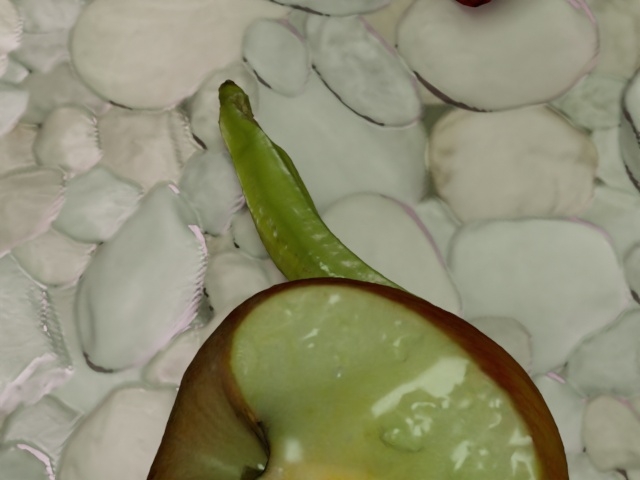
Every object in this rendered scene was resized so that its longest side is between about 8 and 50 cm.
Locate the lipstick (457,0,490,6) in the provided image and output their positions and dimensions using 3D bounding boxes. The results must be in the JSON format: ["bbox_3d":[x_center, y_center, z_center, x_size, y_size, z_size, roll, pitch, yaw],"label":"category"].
[{"bbox_3d":[0.169,-0.224,0.810,0.279,0.073,0.073,-36,72,-12],"label":"lipstick"}]

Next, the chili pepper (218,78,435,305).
[{"bbox_3d":[-0.001,0.000,0.735,0.049,0.043,0.208,-42,73,-2],"label":"chili pepper"}]

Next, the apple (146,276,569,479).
[{"bbox_3d":[0.011,0.118,0.622,0.173,0.160,0.195,15,67,2],"label":"apple"}]
